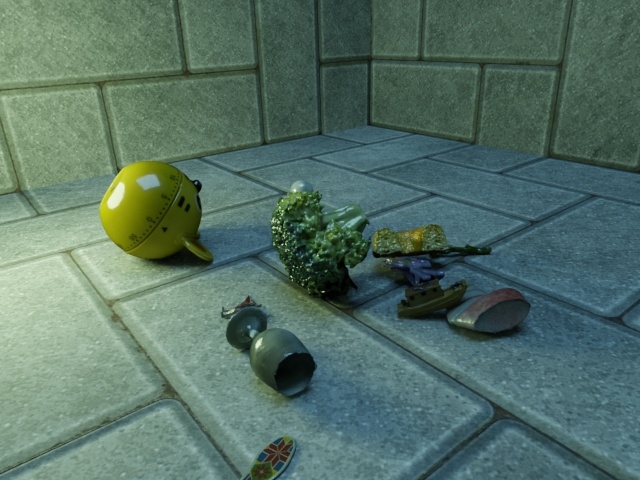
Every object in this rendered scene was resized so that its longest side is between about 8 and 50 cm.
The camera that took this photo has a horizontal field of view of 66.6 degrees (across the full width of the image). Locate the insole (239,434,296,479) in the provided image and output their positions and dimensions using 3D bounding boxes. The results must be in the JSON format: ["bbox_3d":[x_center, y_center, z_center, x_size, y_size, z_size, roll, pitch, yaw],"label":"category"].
[{"bbox_3d":[-0.106,0.414,0.868,0.065,0.006,0.193,13,27,30],"label":"insole"}]

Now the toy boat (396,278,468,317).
[{"bbox_3d":[0.297,0.147,1.305,0.200,0.077,0.057,-20,15,14],"label":"toy boat"}]

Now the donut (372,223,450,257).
[{"bbox_3d":[0.272,0.013,1.597,0.258,0.101,0.152,-6,-9,-14],"label":"donut"}]

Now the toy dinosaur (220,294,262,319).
[{"bbox_3d":[-0.220,0.196,1.349,0.108,0.032,0.220,-5,21,-1],"label":"toy dinosaur"}]

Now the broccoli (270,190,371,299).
[{"bbox_3d":[0.009,-0.003,1.426,0.280,0.293,0.348,-29,67,-13],"label":"broccoli"}]

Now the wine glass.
[{"bbox_3d":[-0.117,0.247,1.111,0.126,0.127,0.241,-18,26,-32],"label":"wine glass"}]

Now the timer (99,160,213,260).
[{"bbox_3d":[-0.550,-0.087,1.705,0.386,0.376,0.376,36,4,-31],"label":"timer"}]

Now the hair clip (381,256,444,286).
[{"bbox_3d":[0.287,0.094,1.472,0.136,0.091,0.278,-5,23,-21],"label":"hair clip"}]

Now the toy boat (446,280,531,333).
[{"bbox_3d":[0.419,0.163,1.331,0.206,0.096,0.282,-21,16,-4],"label":"toy boat"}]

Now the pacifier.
[{"bbox_3d":[-0.069,-0.106,1.779,0.243,0.233,0.299,-1,23,11],"label":"pacifier"}]

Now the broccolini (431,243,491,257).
[{"bbox_3d":[0.475,0.031,1.672,0.216,0.058,0.067,2,64,-8],"label":"broccolini"}]
